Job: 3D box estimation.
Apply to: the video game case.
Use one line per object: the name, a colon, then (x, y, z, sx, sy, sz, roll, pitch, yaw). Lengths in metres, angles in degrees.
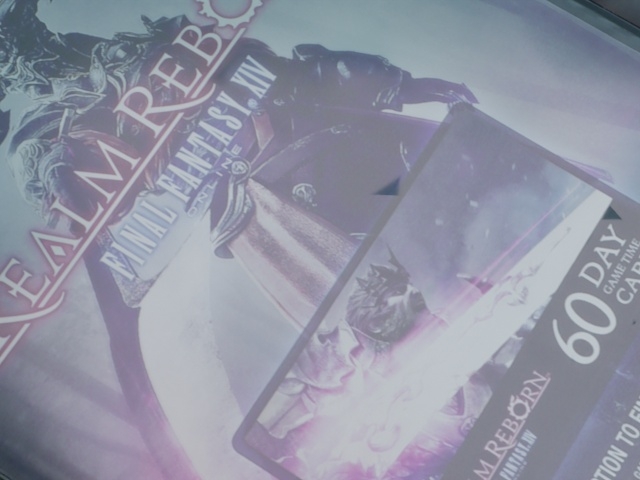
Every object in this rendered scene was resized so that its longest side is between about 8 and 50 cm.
video game case: (0.000, 0.000, 0.376, 0.274, 0.026, 0.196, 32, 74, 8)

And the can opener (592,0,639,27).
can opener: (0.093, -0.120, 0.444, 0.073, 0.059, 0.186, -14, 66, -12)
